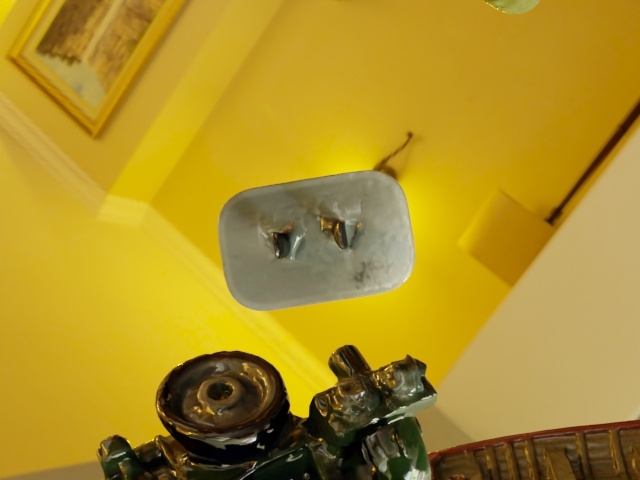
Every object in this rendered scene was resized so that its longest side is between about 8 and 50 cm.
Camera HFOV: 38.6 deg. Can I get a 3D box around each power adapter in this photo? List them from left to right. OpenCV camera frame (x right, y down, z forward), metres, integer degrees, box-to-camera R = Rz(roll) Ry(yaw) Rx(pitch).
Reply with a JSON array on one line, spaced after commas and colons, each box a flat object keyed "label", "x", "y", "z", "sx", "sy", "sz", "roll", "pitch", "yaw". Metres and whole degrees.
[{"label": "power adapter", "x": 0.000, "y": 0.000, "z": 0.926, "sx": 0.255, "sy": 0.187, "sz": 0.124, "roll": 13, "pitch": -113, "yaw": -84}]

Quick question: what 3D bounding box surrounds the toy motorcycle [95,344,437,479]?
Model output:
[{"label": "toy motorcycle", "x": 0.011, "y": 0.164, "z": 0.466, "sx": 0.205, "sy": 0.127, "sz": 0.275, "roll": -19, "pitch": -135, "yaw": -22}]

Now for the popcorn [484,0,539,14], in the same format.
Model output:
[{"label": "popcorn", "x": 0.174, "y": -0.329, "z": 0.804, "sx": 0.233, "sy": 0.192, "sz": 0.266, "roll": 44, "pitch": 160, "yaw": 35}]

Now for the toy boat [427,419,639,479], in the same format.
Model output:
[{"label": "toy boat", "x": 0.300, "y": 0.229, "z": 0.903, "sx": 0.392, "sy": 0.079, "sz": 0.136, "roll": -7, "pitch": -165, "yaw": 7}]
